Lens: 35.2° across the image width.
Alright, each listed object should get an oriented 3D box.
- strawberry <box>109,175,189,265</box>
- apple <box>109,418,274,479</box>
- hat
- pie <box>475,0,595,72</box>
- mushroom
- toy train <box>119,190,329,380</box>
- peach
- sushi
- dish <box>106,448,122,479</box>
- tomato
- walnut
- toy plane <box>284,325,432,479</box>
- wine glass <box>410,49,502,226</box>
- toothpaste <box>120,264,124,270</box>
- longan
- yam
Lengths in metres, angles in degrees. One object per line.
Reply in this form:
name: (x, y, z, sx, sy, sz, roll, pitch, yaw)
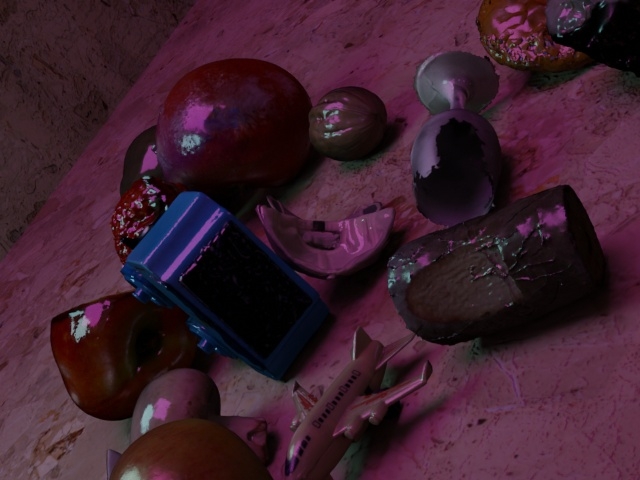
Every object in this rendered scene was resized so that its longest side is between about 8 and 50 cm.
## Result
strawberry: (-0.289, 0.017, 1.918, 0.257, 0.261, 0.261, -50, 24, 8)
apple: (-0.145, 0.335, 1.204, 0.194, 0.261, 0.261, -31, 19, -22)
hat: (0.000, 0.000, 1.623, 0.226, 0.219, 0.164, 117, 155, -77)
pie: (0.366, -0.371, 1.583, 0.273, 0.069, 0.273, -20, 53, 30)
mushroom: (-0.168, 0.281, 1.424, 0.204, 0.204, 0.204, -36, 26, 21)
toy train: (-0.158, 0.064, 1.558, 0.188, 0.300, 0.265, -52, 21, -13)
peach: (-0.354, 0.189, 1.753, 0.274, 0.248, 0.245, -3, 73, 59)
sushi: (0.452, -0.308, 1.303, 0.348, 0.207, 0.234, -4, 59, 63)
dish: (-0.274, 0.398, 1.465, 0.066, 0.191, 0.191, -3, 23, -11)
tomato: (-0.176, -0.242, 1.983, 0.335, 0.290, 0.176, -8, -14, -5)
walnut: (0.050, -0.216, 1.865, 0.140, 0.140, 0.162, -54, 17, -18)
toy plane: (0.029, 0.215, 1.271, 0.242, 0.104, 0.256, -15, 38, 44)
wine glass: (0.207, -0.159, 1.531, 0.143, 0.143, 0.321, -32, 31, 28)
toothpaste: (-0.340, 0.066, 2.148, 0.075, 0.048, 0.301, -29, 19, -36)
longan: (-0.310, -0.128, 2.156, 0.258, 0.258, 0.258, -36, 26, 21)
yam: (0.219, 0.032, 1.201, 0.254, 0.154, 0.154, -26, 31, 37)
